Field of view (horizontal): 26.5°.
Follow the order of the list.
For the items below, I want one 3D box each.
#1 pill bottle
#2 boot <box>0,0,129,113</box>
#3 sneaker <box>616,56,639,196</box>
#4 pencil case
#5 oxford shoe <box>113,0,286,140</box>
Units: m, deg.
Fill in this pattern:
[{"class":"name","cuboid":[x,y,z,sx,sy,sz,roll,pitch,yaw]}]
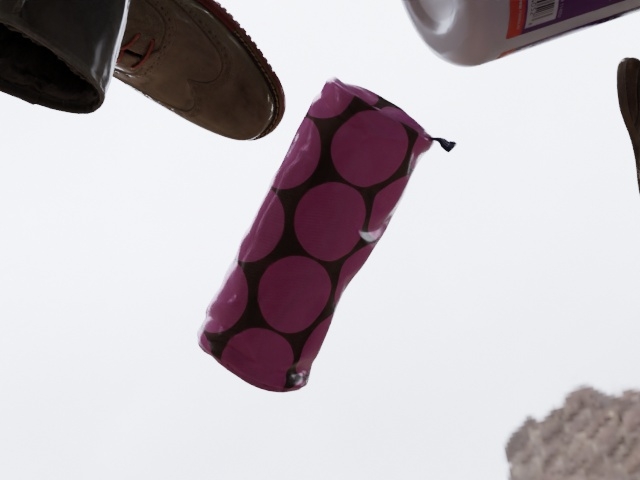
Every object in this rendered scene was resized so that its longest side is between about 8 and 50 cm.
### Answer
[{"class":"pill bottle","cuboid":[0.240,-0.291,1.294,0.322,0.181,0.182,-20,-40,-19]},{"class":"boot","cuboid":[-0.167,-0.188,0.711,0.189,0.209,0.076,26,-26,-14]},{"class":"sneaker","cuboid":[0.385,-0.121,1.524,0.071,0.188,0.066,-14,-7,30]},{"class":"pencil case","cuboid":[0.000,0.000,0.919,0.209,0.095,0.098,-60,-17,3]},{"class":"oxford shoe","cuboid":[-0.191,-0.190,1.244,0.348,0.130,0.123,34,-57,-6]}]
